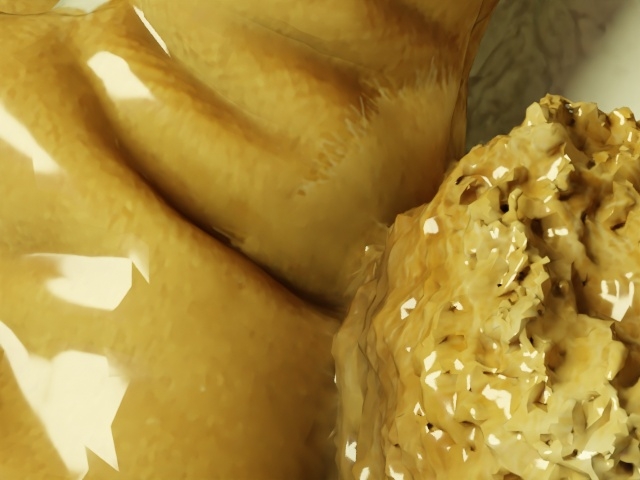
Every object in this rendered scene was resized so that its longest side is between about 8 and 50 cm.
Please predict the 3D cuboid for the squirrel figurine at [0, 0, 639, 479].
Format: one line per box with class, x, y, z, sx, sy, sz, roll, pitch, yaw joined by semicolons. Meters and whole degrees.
squirrel figurine;0.000;0.000;0.530;0.397;0.281;0.370;35;96;19
